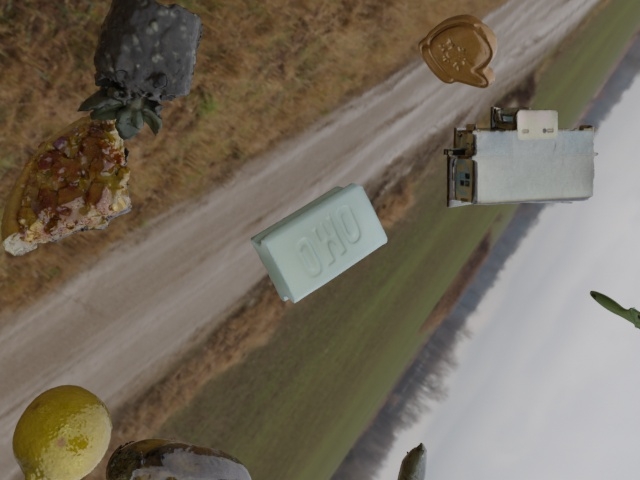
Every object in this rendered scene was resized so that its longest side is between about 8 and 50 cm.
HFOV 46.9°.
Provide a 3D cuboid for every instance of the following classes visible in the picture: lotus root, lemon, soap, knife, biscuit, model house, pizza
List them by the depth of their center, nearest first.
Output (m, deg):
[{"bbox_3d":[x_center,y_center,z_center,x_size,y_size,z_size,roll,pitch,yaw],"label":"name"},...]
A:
[{"bbox_3d":[0.205,-0.266,1.068,0.023,0.118,0.140,-48,-174,-23],"label":"biscuit"},{"bbox_3d":[0.467,0.112,1.107,0.207,0.014,0.030,-130,-148,-67],"label":"knife"},{"bbox_3d":[0.000,0.000,1.195,0.198,0.119,0.066,-33,-165,-24],"label":"soap"},{"bbox_3d":[0.320,-0.146,1.306,0.206,0.271,0.178,-160,-114,-71],"label":"model house"},{"bbox_3d":[-0.280,0.507,1.538,0.397,0.196,0.179,38,77,-48],"label":"lotus root"},{"bbox_3d":[-0.560,-0.127,1.667,0.409,0.278,0.114,-53,158,-15],"label":"pizza"},{"bbox_3d":[-0.636,0.485,1.818,0.253,0.228,0.228,-68,-178,-49],"label":"lemon"}]

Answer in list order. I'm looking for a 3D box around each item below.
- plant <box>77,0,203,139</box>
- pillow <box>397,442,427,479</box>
[{"bbox_3d":[-0.392,-0.371,1.612,0.312,0.215,0.213,-70,-160,3],"label":"plant"},{"bbox_3d":[0.199,0.568,1.693,0.093,0.051,0.241,-141,-119,-72],"label":"pillow"}]
